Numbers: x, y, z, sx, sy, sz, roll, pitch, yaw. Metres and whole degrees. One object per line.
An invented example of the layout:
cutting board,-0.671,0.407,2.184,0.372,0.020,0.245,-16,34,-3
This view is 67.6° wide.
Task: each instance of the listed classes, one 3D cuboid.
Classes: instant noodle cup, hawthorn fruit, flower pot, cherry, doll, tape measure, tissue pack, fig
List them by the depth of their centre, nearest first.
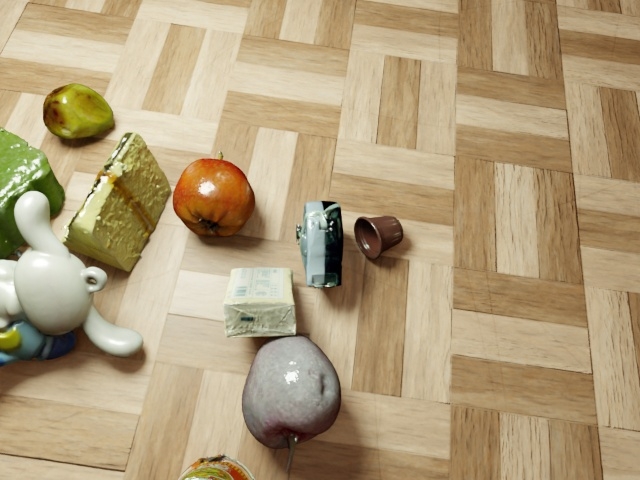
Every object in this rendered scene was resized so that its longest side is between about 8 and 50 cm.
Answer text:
instant noodle cup,-0.207,0.490,0.861,0.193,0.212,0.193,1,66,-3
cherry,-0.059,0.307,0.960,0.213,0.183,0.266,-34,56,27
doll,-0.607,0.129,0.987,0.365,0.187,0.376,-22,93,4
tissue pack,-0.128,0.129,1.037,0.148,0.196,0.092,0,109,-4
tape measure,-0.001,-0.002,1.110,0.107,0.181,0.182,-2,104,-7
hawthorn fruit,-0.251,-0.123,1.144,0.196,0.196,0.226,1,58,-3
flower pot,0.149,-0.019,1.174,0.089,0.111,0.111,-19,68,-25
fig,-0.623,-0.330,1.233,0.165,0.154,0.144,-4,74,-29

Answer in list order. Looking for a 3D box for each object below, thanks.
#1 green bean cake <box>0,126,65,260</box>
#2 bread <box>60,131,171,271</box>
green bean cake,-0.806,-0.102,1.095,0.335,0.218,0.319,34,61,4
bread,-0.496,-0.106,1.090,0.198,0.236,0.263,17,66,3
